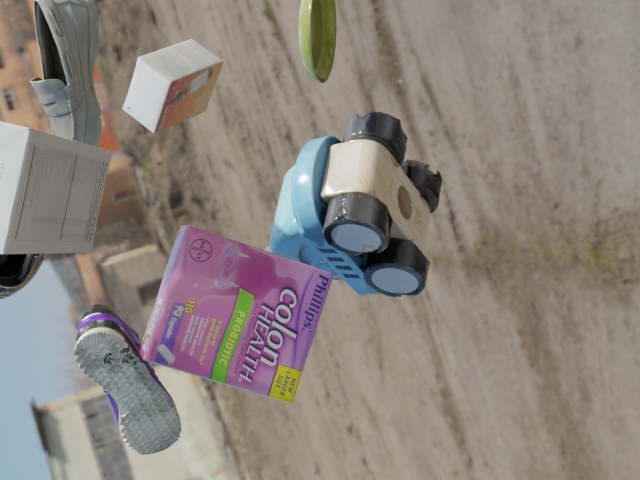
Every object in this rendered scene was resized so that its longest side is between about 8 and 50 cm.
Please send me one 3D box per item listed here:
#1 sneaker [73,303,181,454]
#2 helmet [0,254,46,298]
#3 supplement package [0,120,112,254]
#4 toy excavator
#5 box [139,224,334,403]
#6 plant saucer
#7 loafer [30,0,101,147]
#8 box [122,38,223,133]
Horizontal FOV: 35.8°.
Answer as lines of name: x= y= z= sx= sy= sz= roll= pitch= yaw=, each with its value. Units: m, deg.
sneaker: x=-0.317 y=0.221 z=1.654 sx=0.146 sy=0.102 sz=0.293 roll=-118 pitch=7 yaw=-56
helmet: x=-0.573 y=0.025 z=1.744 sx=0.169 sy=0.161 sz=0.169 roll=40 pitch=172 yaw=7
supplement package: x=-0.355 y=-0.062 z=1.139 sx=0.244 sy=0.134 sz=0.139 roll=7 pitch=-85 yaw=-82
toy excavator: x=0.000 y=0.000 z=1.776 sx=0.433 sy=0.445 sz=0.222 roll=48 pitch=-135 yaw=-45
box: x=-0.133 y=0.113 z=1.548 sx=0.117 sy=0.243 sz=0.214 roll=-175 pitch=103 yaw=-76
plant saucer: x=-0.009 y=-0.475 z=2.229 sx=0.241 sy=0.037 sz=0.241 roll=4 pitch=-90 yaw=-76
loafer: x=-0.442 y=-0.258 z=1.694 sx=0.112 sy=0.111 sz=0.319 roll=4 pitch=98 yaw=48
box: x=-0.295 y=-0.311 z=1.989 sx=0.091 sy=0.170 sz=0.130 roll=37 pitch=128 yaw=14
